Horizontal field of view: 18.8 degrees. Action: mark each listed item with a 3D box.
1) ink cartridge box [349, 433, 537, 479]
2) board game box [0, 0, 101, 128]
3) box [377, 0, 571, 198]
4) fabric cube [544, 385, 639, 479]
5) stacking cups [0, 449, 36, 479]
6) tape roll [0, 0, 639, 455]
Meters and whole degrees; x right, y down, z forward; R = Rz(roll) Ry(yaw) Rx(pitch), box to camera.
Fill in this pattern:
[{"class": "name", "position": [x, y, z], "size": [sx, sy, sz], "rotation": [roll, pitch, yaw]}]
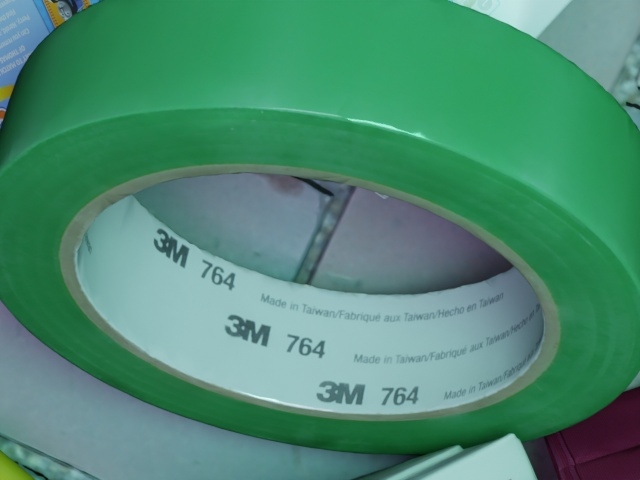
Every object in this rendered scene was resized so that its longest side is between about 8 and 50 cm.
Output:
[{"class": "ink cartridge box", "position": [0.036, 0.242, 0.978], "size": [0.171, 0.168, 0.232], "rotation": [-20, 87, -37]}, {"class": "board game box", "position": [-0.159, -0.134, 0.997], "size": [0.160, 0.039, 0.211], "rotation": [-19, 99, 48]}, {"class": "box", "position": [0.063, -0.133, 0.996], "size": [0.103, 0.114, 0.203], "rotation": [42, 96, -5]}, {"class": "fabric cube", "position": [0.279, 0.186, 0.959], "size": [0.258, 0.259, 0.254], "rotation": [-19, 96, 4]}, {"class": "stacking cups", "position": [-0.097, 0.242, 1.071], "size": [0.316, 0.096, 0.096], "rotation": [42, 98, -6]}, {"class": "tape roll", "position": [0.000, 0.000, 0.927], "size": [0.321, 0.321, 0.077], "rotation": [11, 59, 1]}]
